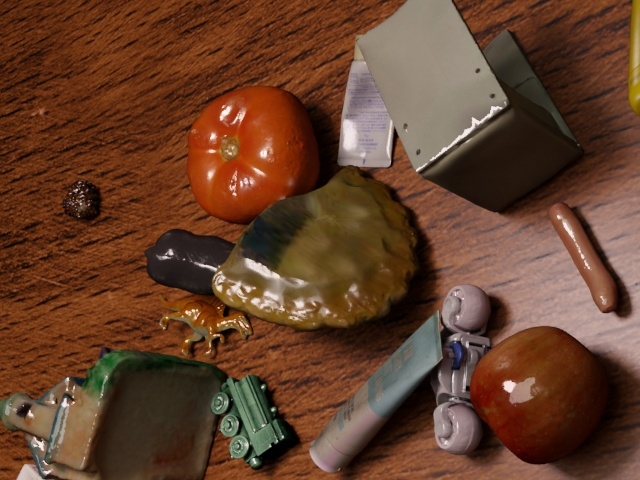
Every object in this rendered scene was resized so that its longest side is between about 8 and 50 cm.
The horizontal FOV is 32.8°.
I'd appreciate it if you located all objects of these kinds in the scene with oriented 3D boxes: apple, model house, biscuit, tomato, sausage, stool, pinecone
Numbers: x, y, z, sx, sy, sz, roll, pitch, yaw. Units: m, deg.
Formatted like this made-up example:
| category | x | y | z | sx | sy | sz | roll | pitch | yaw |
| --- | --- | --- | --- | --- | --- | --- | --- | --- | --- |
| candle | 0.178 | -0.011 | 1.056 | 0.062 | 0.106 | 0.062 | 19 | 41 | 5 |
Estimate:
| category | x | y | z | sx | sy | sz | roll | pitch | yaw |
| --- | --- | --- | --- | --- | --- | --- | --- | --- | --- |
| apple | 0.298 | 0.210 | 1.494 | 0.168 | 0.181 | 0.181 | -41 | 52 | -6 |
| model house | -0.379 | 0.295 | 1.909 | 0.280 | 0.312 | 0.245 | 11 | 87 | 37 |
| biscuit | 0.000 | 0.000 | 1.761 | 0.329 | 0.078 | 0.335 | 3 | 50 | 9 |
| tomato | -0.113 | -0.141 | 1.908 | 0.259 | 0.180 | 0.260 | -10 | 73 | 37 |
| sausage | 0.380 | 0.024 | 1.563 | 0.043 | 0.043 | 0.186 | -37 | 57 | 24 |
| stool | 0.222 | -0.211 | 1.624 | 0.170 | 0.243 | 0.270 | -37 | 58 | 24 |
| pinecone | -0.497 | -0.084 | 2.265 | 0.077 | 0.077 | 0.083 | -26 | 38 | 30 |

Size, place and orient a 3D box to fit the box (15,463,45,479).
| category | x | y | z | sx | sy | sz | roll | pitch | yaw |
| --- | --- | --- | --- | --- | --- | --- | --- | --- | --- |
| box | -0.371 | 0.515 | 1.901 | 0.330 | 0.210 | 0.095 | 30 | 95 | 39 |

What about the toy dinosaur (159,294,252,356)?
| category | x | y | z | sx | sy | sz | roll | pitch | yaw |
| --- | --- | --- | --- | --- | --- | --- | --- | --- | --- |
| toy dinosaur | -0.223 | 0.130 | 1.998 | 0.142 | 0.057 | 0.212 | -40 | 57 | 8 |

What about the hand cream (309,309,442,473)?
| category | x | y | z | sx | sy | sz | roll | pitch | yaw |
| --- | --- | --- | --- | --- | --- | --- | --- | --- | --- |
| hand cream | 0.089 | 0.240 | 1.663 | 0.312 | 0.070 | 0.111 | -54 | 16 | 29 |

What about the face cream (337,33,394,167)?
| category | x | y | z | sx | sy | sz | roll | pitch | yaw |
| --- | --- | --- | --- | --- | --- | --- | --- | --- | --- |
| face cream | 0.085 | -0.237 | 1.869 | 0.114 | 0.070 | 0.224 | 6 | 93 | 39 |

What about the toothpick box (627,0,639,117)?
| category | x | y | z | sx | sy | sz | roll | pitch | yaw |
| --- | --- | --- | --- | --- | --- | --- | --- | --- | --- |
| toothpick box | 0.508 | -0.303 | 1.477 | 0.175 | 0.175 | 0.271 | -7 | 69 | 36 |

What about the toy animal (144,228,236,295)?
| category | x | y | z | sx | sy | sz | roll | pitch | yaw |
| --- | --- | --- | --- | --- | --- | --- | --- | --- | --- |
| toy animal | -0.140 | 0.056 | 1.885 | 0.343 | 0.168 | 0.106 | 13 | 90 | 23 |

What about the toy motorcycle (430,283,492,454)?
| category | x | y | z | sx | sy | sz | roll | pitch | yaw |
| --- | --- | --- | --- | --- | --- | --- | --- | --- | --- |
| toy motorcycle | 0.206 | 0.192 | 1.629 | 0.112 | 0.112 | 0.254 | -4 | 74 | 37 |

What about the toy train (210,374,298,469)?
| category | x | y | z | sx | sy | sz | roll | pitch | yaw |
| --- | --- | --- | --- | --- | --- | --- | --- | --- | --- |
| toy train | -0.116 | 0.303 | 1.858 | 0.111 | 0.071 | 0.170 | -36 | 56 | 14 |
